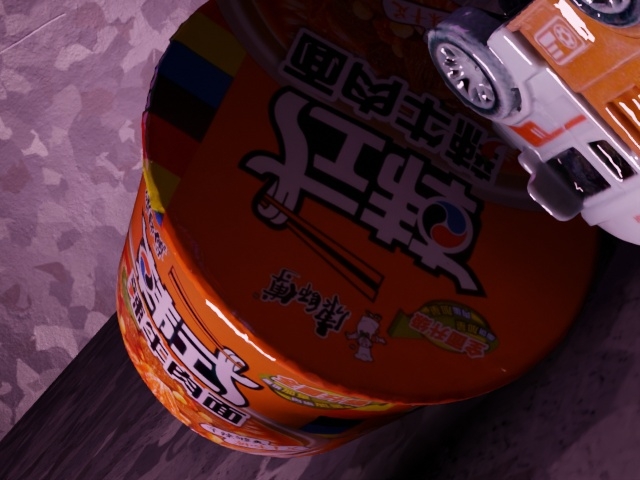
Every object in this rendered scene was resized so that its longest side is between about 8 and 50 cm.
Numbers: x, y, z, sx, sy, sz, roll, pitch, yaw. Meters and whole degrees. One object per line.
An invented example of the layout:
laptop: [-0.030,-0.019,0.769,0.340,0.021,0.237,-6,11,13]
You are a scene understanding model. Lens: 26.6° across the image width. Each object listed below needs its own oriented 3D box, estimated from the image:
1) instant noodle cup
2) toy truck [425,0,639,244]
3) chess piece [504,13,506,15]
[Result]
instant noodle cup: [0.000,0.000,0.757,0.250,0.250,0.192,-55,3,-32]
toy truck: [0.168,-0.089,0.527,0.136,0.162,0.305,-41,1,-14]
chess piece: [0.199,-0.225,1.337,0.093,0.042,0.042,-47,8,43]
